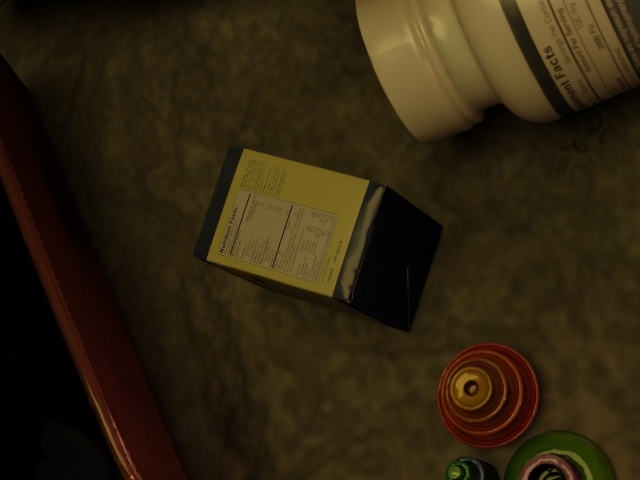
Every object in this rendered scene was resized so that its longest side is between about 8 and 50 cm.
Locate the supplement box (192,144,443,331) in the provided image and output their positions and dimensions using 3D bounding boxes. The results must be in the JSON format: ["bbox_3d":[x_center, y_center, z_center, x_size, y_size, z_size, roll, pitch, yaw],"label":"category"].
[{"bbox_3d":[0.000,0.000,0.687,0.083,0.083,0.056,16,84,25],"label":"supplement box"}]

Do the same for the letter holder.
[{"bbox_3d":[-0.193,0.017,0.663,0.152,0.214,0.301,-26,62,-2],"label":"letter holder"}]

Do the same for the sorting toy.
[{"bbox_3d":[0.083,0.092,0.651,0.061,0.042,0.102,-42,65,9],"label":"sorting toy"}]

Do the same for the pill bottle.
[{"bbox_3d":[0.113,-0.115,0.652,0.180,0.108,0.108,-22,69,18],"label":"pill bottle"}]

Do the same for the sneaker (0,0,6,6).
[{"bbox_3d":[-0.078,-0.347,0.787,0.258,0.169,0.447,0,85,15],"label":"sneaker"}]
